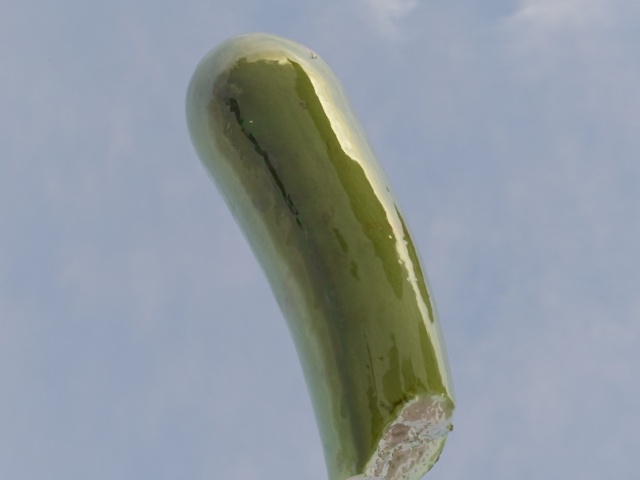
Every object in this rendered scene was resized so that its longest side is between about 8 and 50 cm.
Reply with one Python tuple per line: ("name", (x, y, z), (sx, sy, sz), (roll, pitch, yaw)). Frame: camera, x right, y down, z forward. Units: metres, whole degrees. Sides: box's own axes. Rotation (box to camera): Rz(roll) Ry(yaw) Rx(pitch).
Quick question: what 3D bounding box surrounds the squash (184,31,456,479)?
("squash", (0.000, 0.000, 0.668), (0.083, 0.083, 0.250), (-18, -119, -8))
